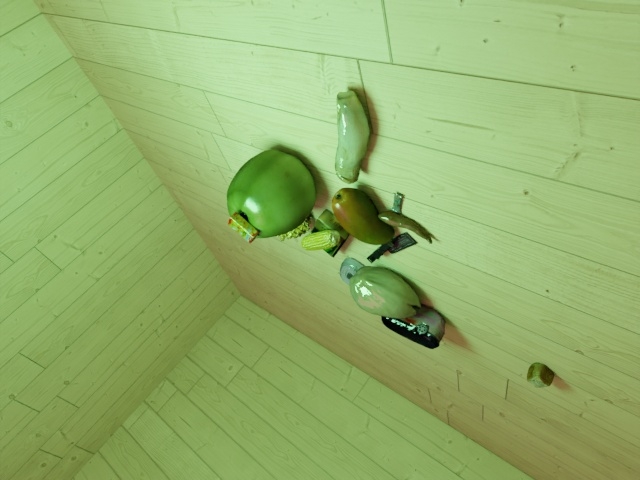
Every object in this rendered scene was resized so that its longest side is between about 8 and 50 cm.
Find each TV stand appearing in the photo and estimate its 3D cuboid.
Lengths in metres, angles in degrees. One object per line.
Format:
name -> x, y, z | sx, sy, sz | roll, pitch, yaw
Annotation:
TV stand -> 0.248, 0.044, 1.841 | 0.036, 0.042, 0.249 | 47, 161, 5

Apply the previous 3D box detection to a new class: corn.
corn -> 0.000, 0.000, 1.947 | 0.081, 0.081, 0.249 | 48, 154, -16

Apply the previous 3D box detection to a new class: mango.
mango -> 0.151, -0.080, 1.657 | 0.289, 0.146, 0.129 | 50, 160, -22

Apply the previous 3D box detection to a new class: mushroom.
mushroom -> 0.091, -0.312, 1.411 | 0.122, 0.095, 0.351 | 50, 161, 26

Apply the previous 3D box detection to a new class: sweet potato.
sweet potato -> 0.307, -0.053, 1.592 | 0.214, 0.050, 0.050 | 27, 154, 16

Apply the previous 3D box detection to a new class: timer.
timer -> 0.185, 0.180, 2.173 | 0.209, 0.069, 0.190 | 37, 154, 13

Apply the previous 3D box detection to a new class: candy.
candy -> -0.298, -0.049, 1.719 | 0.122, 0.038, 0.062 | 42, 148, 0

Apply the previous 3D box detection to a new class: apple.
apple -> -0.194, -0.180, 1.804 | 0.358, 0.357, 0.357 | 34, 156, 17

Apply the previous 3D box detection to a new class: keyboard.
keyboard -> 0.307, 0.013, 1.755 | 0.063, 0.010, 0.198 | 45, 157, -4

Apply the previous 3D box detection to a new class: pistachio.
pistachio -> 0.280, 0.236, 1.955 | 0.332, 0.207, 0.226 | 22, 160, 11

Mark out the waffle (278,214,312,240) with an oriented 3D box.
waffle -> -0.137, -0.100, 2.072 | 0.197, 0.070, 0.192 | -26, 105, 18

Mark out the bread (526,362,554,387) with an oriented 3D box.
bread -> 0.854, 0.528, 1.747 | 0.077, 0.070, 0.083 | 38, 154, 4

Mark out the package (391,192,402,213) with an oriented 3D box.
package -> 0.266, -0.130, 1.556 | 0.037, 0.015, 0.110 | 27, 155, 19

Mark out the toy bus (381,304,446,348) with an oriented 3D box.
toy bus -> 0.419, 0.365, 2.031 | 0.303, 0.147, 0.127 | 19, 153, 38

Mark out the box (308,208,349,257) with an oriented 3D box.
box -> 0.041, -0.028, 2.019 | 0.159, 0.071, 0.240 | 37, 156, 4
